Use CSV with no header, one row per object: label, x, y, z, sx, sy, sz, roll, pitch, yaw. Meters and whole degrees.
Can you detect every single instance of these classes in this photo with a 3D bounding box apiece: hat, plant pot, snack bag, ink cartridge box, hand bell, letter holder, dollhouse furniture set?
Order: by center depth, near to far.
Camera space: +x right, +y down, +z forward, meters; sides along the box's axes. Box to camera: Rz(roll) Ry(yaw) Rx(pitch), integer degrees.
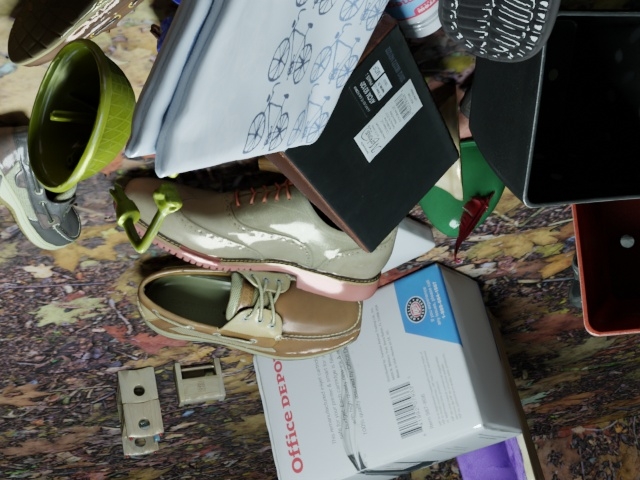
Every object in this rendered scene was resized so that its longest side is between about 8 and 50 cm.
snack bag,0.014,-0.208,0.678,0.342,0.037,0.323,-65,169,13
letter holder,-0.010,-0.148,1.058,0.152,0.214,0.302,-47,155,-2
plant pot,0.252,-0.154,1.071,0.188,0.167,0.188,-6,113,-23
hand bell,0.045,-0.103,1.243,0.242,0.126,0.126,-3,157,9
hat,0.196,-0.016,1.375,0.209,0.183,0.173,2,152,-30
plant pot,0.482,-0.015,1.426,0.267,0.267,0.236,-6,175,13
ink cartridge box,0.105,0.252,1.793,0.395,0.285,0.166,-26,154,27
dollhouse furniture set,-0.273,0.308,1.913,0.184,0.128,0.129,-6,155,-16

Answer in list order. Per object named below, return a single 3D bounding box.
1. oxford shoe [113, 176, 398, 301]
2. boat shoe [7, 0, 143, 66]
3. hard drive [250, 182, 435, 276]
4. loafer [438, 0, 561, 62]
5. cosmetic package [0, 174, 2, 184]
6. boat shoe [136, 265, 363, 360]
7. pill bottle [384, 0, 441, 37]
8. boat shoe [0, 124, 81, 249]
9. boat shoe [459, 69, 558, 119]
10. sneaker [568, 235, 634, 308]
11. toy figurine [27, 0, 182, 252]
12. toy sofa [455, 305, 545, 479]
oxford shoe,-0.072,-0.035,1.272,0.348,0.123,0.130,13,124,-18
boat shoe,-0.201,-0.201,0.911,0.178,0.064,0.060,-30,152,26
hard drive,0.000,0.000,1.486,0.203,0.040,0.308,-27,153,29
loafer,0.176,-0.313,0.827,0.134,0.130,0.366,23,144,5
cosmetic package,-0.439,-0.039,1.012,0.231,0.117,0.085,19,144,-24
boat shoe,-0.103,0.097,1.460,0.324,0.122,0.120,2,163,4
pill bottle,0.065,-0.245,0.921,0.087,0.087,0.160,-20,156,15
boat shoe,-0.306,-0.056,1.160,0.074,0.080,0.223,-11,152,7
boat shoe,0.273,-0.161,1.230,0.228,0.081,0.068,6,153,-22
sneaker,0.465,0.045,1.786,0.106,0.078,0.234,-1,150,-19
toy figurine,-0.069,-0.185,0.830,0.217,0.191,0.362,-16,136,-56
toy sofa,0.297,0.315,1.940,0.150,0.362,0.177,-20,162,16
